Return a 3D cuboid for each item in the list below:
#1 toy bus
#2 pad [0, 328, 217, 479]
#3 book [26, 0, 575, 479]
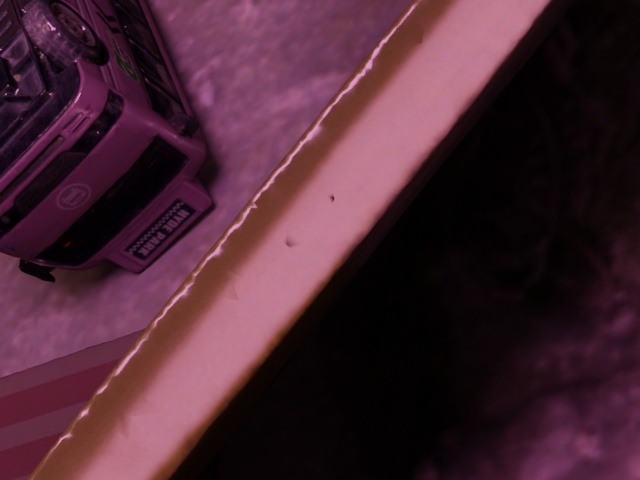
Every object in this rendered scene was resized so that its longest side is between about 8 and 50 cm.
[{"bbox_3d":[-0.121,-0.076,0.789,0.096,0.108,0.199,-42,43,17],"label":"toy bus"},{"bbox_3d":[-0.121,0.180,0.701,0.202,0.005,0.299,-20,53,29],"label":"pad"},{"bbox_3d":[0.000,0.000,0.584,0.035,0.239,0.352,39,90,2],"label":"book"}]
